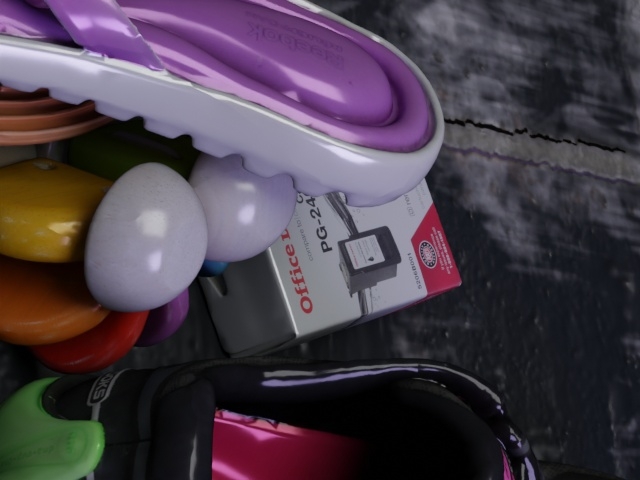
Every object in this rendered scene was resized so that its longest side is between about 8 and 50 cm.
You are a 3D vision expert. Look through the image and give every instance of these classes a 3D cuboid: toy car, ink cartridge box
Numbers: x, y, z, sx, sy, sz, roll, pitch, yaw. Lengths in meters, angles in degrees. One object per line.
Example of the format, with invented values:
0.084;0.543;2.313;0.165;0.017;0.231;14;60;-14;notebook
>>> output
-0.110;-0.001;0.986;0.182;0.159;0.136;-29;131;-50;toy car
0.000;0.000;1.127;0.150;0.063;0.109;-16;85;-45;ink cartridge box

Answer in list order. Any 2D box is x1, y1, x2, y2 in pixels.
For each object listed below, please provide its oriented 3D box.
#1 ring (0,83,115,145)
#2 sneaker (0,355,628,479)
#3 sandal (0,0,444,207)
-0.218;-0.182;0.961;0.337;0.032;0.336;24;43;-25;ring
0.053;0.170;1.012;0.483;0.202;0.185;13;66;-39;sneaker
-0.109;-0.143;0.903;0.416;0.102;0.169;19;37;-27;sandal
